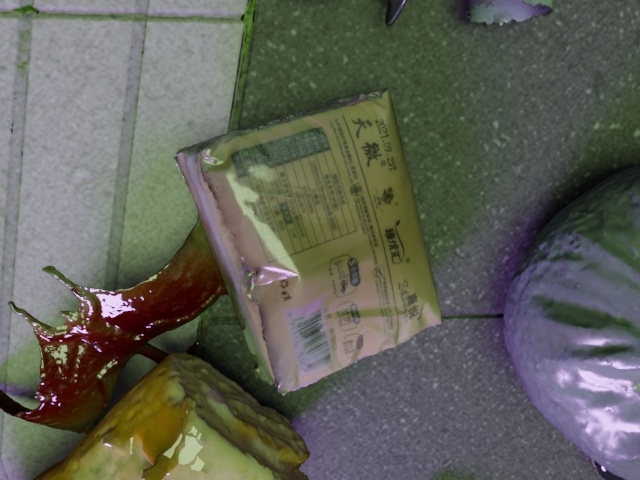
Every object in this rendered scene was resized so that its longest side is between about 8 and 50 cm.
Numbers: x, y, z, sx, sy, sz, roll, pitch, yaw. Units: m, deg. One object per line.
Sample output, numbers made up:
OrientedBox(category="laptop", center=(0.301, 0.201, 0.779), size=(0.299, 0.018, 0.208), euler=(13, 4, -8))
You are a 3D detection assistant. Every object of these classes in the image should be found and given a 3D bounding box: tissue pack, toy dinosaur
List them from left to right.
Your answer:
OrientedBox(category="toy dinosaur", center=(-0.218, 0.074, 0.552), size=(0.206, 0.113, 0.327), euler=(11, 115, -34))
OrientedBox(category="tissue pack", center=(0.000, 0.000, 0.519), size=(0.215, 0.123, 0.257), euler=(-21, 107, -19))

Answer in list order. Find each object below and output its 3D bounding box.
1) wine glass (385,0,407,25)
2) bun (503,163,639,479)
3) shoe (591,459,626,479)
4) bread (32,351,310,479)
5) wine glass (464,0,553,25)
OrientedBox(category="wine glass", center=(-0.007, -0.283, 0.480), size=(0.202, 0.093, 0.093), euler=(20, 100, -12))
OrientedBox(category="bun", center=(0.375, 0.085, 0.513), size=(0.361, 0.211, 0.362), euler=(0, 92, 15))
OrientedBox(category="shoe", center=(0.446, 0.229, 0.634), size=(0.227, 0.112, 0.099), euler=(-44, 104, 3))
OrientedBox(category="bread", center=(-0.206, 0.302, 0.540), size=(0.375, 0.165, 0.236), euler=(-40, 127, 3))
OrientedBox(category="wine glass", center=(0.181, -0.327, 0.483), size=(0.103, 0.103, 0.222), euler=(-5, 103, -4))
